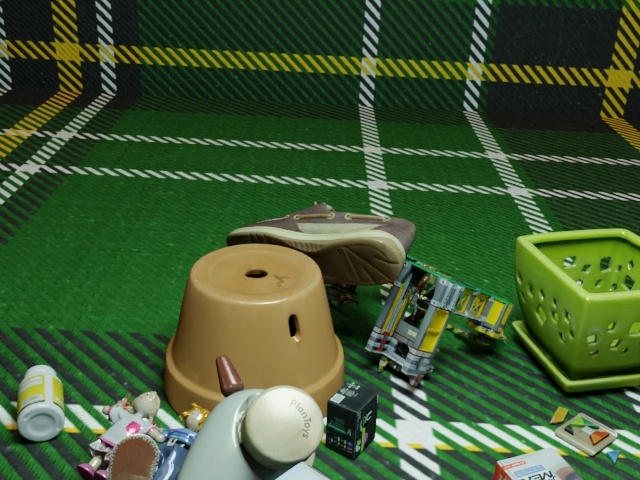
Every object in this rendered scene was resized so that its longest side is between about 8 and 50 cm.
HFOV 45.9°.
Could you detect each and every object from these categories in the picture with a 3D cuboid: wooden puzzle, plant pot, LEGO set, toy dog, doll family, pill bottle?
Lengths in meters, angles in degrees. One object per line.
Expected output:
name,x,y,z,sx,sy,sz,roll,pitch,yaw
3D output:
wooden puzzle,0.398,0.288,1.135,0.116,0.014,0.079,23,32,35
plant pot,0.463,0.122,1.271,0.227,0.207,0.228,-3,25,-14
LEGO set,0.147,0.132,1.318,0.331,0.192,0.255,26,5,36
toy dog,-0.147,0.237,0.787,0.334,0.220,0.161,-21,62,-44
plant pot,-0.102,0.136,1.186,0.291,0.203,0.291,2,24,-1
doll family,-0.171,0.287,0.980,0.263,0.118,0.163,11,44,27
pill bottle,-0.409,0.233,1.105,0.065,0.065,0.116,-6,27,-18

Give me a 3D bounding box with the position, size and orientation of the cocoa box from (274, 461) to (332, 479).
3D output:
cocoa box,-0.056,0.393,0.607,0.228,0.231,0.347,23,32,37

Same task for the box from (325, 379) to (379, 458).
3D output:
box,0.045,0.256,1.082,0.052,0.083,0.062,17,29,30

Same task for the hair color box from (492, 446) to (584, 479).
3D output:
hair color box,0.305,0.343,0.963,0.093,0.053,0.167,-7,28,-22

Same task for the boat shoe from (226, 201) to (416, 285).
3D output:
boat shoe,0.000,0.000,1.273,0.342,0.123,0.123,-2,36,35
